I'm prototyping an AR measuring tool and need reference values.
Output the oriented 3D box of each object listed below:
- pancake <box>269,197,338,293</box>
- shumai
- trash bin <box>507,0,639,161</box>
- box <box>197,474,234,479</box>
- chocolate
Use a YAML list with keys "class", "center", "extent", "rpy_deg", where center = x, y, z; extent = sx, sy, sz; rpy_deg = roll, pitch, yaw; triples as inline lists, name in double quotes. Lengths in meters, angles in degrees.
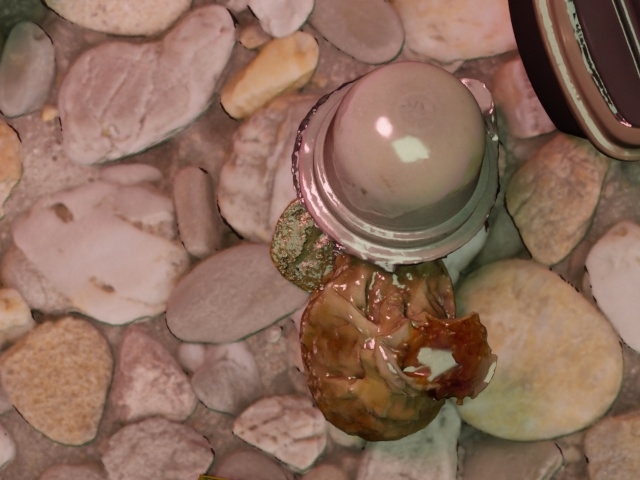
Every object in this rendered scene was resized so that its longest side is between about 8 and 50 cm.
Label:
- class: "pancake"
  center: [-0.001, 0.001, 1.029]
  extent: [0.108, 0.017, 0.108]
  rpy_deg: [0, 97, -1]
- class: "shumai"
  center: [0.068, 0.103, 0.976]
  extent: [0.161, 0.153, 0.209]
  rpy_deg: [16, 98, -15]
- class: "trash bin"
  center: [0.265, -0.183, 0.871]
  extent: [0.182, 0.290, 0.209]
  rpy_deg: [-22, 96, 2]
- class: "box"
  center: [-0.030, 0.330, 1.046]
  extent: [0.220, 0.064, 0.141]
  rpy_deg: [9, 97, 1]
- class: "chocolate"
  center: [0.086, -0.089, 0.930]
  extent: [0.221, 0.147, 0.221]
  rpy_deg: [3, 73, -11]
